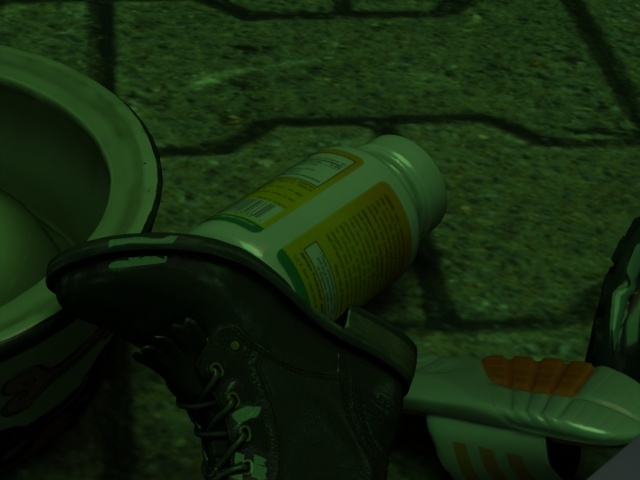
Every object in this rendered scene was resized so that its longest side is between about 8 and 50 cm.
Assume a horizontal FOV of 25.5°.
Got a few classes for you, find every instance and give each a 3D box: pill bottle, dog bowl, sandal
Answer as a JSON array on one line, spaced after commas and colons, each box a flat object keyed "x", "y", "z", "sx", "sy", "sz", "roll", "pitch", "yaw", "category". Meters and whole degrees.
[{"x": 0.000, "y": 0.000, "z": 1.056, "sx": 0.117, "sy": 0.118, "sz": 0.208, "roll": 28, "pitch": 43, "yaw": 29, "category": "pill bottle"}, {"x": -0.314, "y": 0.017, "z": 0.981, "sx": 0.407, "sy": 0.150, "sz": 0.408, "roll": 3, "pitch": 36, "yaw": -2, "category": "dog bowl"}, {"x": 0.101, "y": 0.123, "z": 0.949, "sx": 0.265, "sy": 0.076, "sz": 0.102, "roll": 5, "pitch": 16, "yaw": 37, "category": "sandal"}]

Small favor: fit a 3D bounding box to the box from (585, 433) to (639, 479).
[{"x": 0.170, "y": 0.189, "z": 0.750, "sx": 0.057, "sy": 0.201, "sz": 0.293, "roll": 32, "pitch": 46, "yaw": 33, "category": "box"}]

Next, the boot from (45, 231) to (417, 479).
[{"x": -0.050, "y": 0.131, "z": 0.802, "sx": 0.263, "sy": 0.091, "sz": 0.229, "roll": 21, "pitch": 57, "yaw": -18, "category": "boot"}]

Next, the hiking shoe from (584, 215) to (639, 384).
[{"x": 0.291, "y": 0.035, "z": 1.038, "sx": 0.132, "sy": 0.113, "sz": 0.304, "roll": 22, "pitch": 40, "yaw": 23, "category": "hiking shoe"}]
